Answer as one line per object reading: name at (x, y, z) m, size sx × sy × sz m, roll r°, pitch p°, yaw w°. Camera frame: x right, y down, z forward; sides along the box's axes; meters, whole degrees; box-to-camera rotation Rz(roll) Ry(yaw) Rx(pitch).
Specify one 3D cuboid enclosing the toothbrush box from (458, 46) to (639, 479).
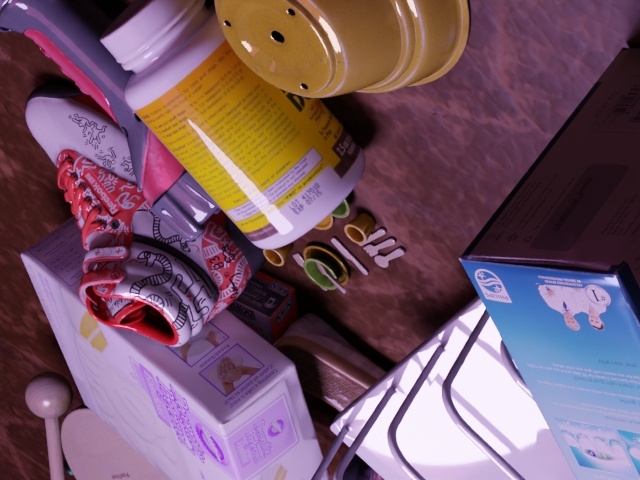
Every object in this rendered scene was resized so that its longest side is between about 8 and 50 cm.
toothbrush box at (0.246, 0.052, 1.212) m, size 0.126 × 0.216 × 0.295 m, roll 5°, pitch 137°, yaw 45°

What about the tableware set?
tableware set at (0.000, 0.000, 1.606) m, size 0.104 × 0.024 × 0.154 m, roll 47°, pitch 150°, yaw -11°

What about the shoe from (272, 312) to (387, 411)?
shoe at (0.054, 0.147, 1.719) m, size 0.219 × 0.058 × 0.076 m, roll 38°, pitch 128°, yaw -4°

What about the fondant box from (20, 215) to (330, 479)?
fondant box at (-0.135, 0.141, 1.795) m, size 0.330 × 0.096 × 0.238 m, roll 34°, pitch 152°, yaw 38°

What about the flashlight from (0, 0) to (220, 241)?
flashlight at (-0.185, -0.135, 1.561) m, size 0.304 × 0.103 × 0.103 m, roll 43°, pitch 178°, yaw -3°

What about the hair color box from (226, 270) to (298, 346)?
hair color box at (-0.058, 0.087, 1.766) m, size 0.072 × 0.043 × 0.141 m, roll 26°, pitch 148°, yaw 22°

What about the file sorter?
file sorter at (0.136, 0.175, 1.443) m, size 0.193 × 0.173 × 0.278 m, roll 43°, pitch 125°, yaw -5°

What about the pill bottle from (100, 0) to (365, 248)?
pill bottle at (-0.071, -0.105, 1.452) m, size 0.215 × 0.117 × 0.117 m, roll 48°, pitch 149°, yaw -15°

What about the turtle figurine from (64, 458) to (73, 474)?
turtle figurine at (-0.238, 0.344, 2.221) m, size 0.118 × 0.175 × 0.234 m, roll -109°, pitch 14°, yaw -51°

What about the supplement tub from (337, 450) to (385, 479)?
supplement tub at (0.114, 0.231, 1.650) m, size 0.198 × 0.106 × 0.106 m, roll 3°, pitch 138°, yaw 17°

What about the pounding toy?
pounding toy at (-0.203, 0.224, 2.052) m, size 0.237 × 0.110 × 0.183 m, roll 16°, pitch 131°, yaw 36°

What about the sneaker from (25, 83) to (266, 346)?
sneaker at (-0.191, -0.019, 1.671) m, size 0.270 × 0.145 × 0.090 m, roll 38°, pitch 150°, yaw 5°

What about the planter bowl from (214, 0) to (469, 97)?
planter bowl at (-0.009, -0.169, 1.325) m, size 0.217 × 0.090 × 0.217 m, roll 28°, pitch 148°, yaw 20°
